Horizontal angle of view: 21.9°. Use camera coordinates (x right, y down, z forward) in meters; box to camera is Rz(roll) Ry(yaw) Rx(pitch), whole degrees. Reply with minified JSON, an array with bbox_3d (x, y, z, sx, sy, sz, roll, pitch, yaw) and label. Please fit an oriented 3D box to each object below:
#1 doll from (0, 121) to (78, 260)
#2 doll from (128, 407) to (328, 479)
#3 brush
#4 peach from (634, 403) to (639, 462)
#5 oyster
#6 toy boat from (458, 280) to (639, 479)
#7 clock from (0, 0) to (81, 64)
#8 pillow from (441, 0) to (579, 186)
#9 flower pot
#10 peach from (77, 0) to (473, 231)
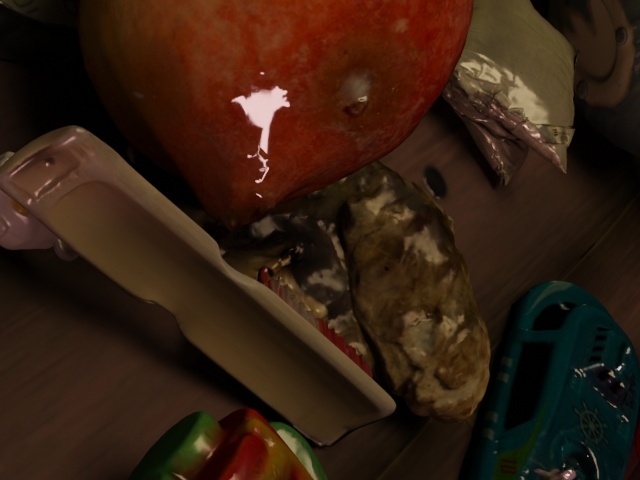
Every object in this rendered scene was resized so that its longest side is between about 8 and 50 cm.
[{"bbox_3d":[-0.213,-0.065,0.882,0.227,0.057,0.114,40,37,-25],"label":"doll"},{"bbox_3d":[0.035,0.245,0.890,0.363,0.160,0.182,51,35,-16],"label":"doll"},{"bbox_3d":[-0.062,0.026,0.960,0.321,0.060,0.050,43,25,-43],"label":"brush"},{"bbox_3d":[0.376,0.151,1.317,0.243,0.243,0.199,-21,111,-55],"label":"peach"},{"bbox_3d":[0.002,0.004,1.082,0.294,0.094,0.166,25,57,-32],"label":"oyster"},{"bbox_3d":[0.195,0.133,1.230,0.134,0.092,0.299,45,39,-17],"label":"toy boat"},{"bbox_3d":[-0.195,-0.212,1.014,0.215,0.042,0.215,30,47,-37],"label":"clock"},{"bbox_3d":[0.156,-0.146,1.377,0.134,0.078,0.181,45,37,-23],"label":"pillow"},{"bbox_3d":[0.297,-0.187,1.482,0.157,0.189,0.243,-4,59,-31],"label":"flower pot"},{"bbox_3d":[-0.027,-0.124,0.963,0.232,0.232,0.256,20,62,-43],"label":"peach"}]
